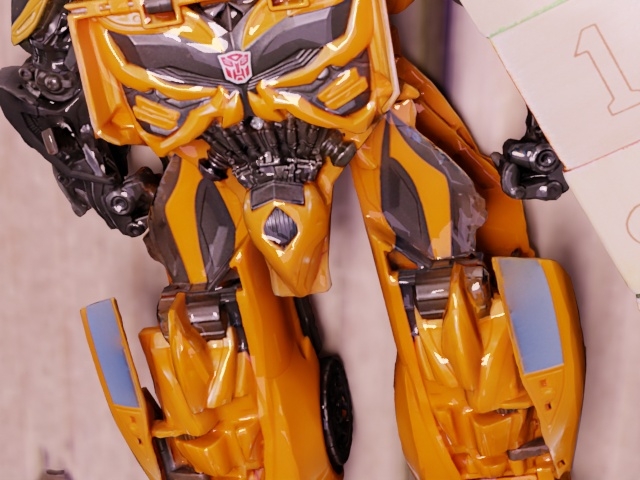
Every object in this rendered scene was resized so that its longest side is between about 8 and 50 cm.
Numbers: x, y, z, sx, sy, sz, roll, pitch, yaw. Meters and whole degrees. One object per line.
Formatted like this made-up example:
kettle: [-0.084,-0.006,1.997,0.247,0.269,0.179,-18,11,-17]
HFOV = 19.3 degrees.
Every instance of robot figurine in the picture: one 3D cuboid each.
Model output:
robot figurine: [0.000,0.000,0.658,0.211,0.085,0.291,-7,118,15]

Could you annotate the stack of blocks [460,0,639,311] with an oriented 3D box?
stack of blocks: [0.080,-0.123,0.519,0.087,0.171,0.297,-24,112,23]
